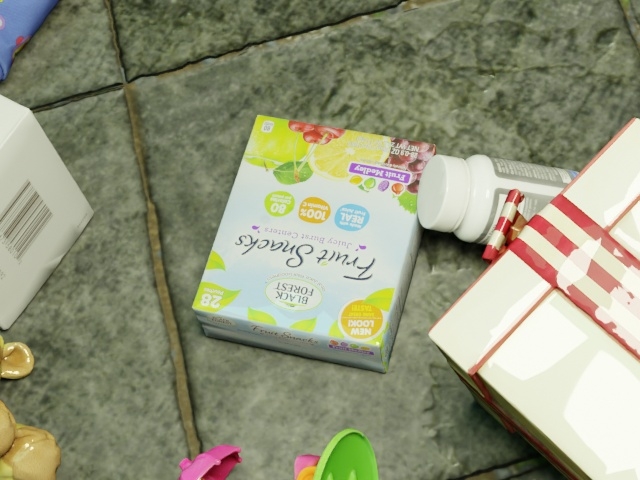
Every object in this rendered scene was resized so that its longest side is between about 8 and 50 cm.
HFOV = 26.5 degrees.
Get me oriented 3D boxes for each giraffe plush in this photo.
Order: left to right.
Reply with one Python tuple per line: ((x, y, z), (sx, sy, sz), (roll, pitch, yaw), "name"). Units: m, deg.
((-0.319, 0.139, 1.175), (0.210, 0.181, 0.170), (-26, 42, 35), "giraffe plush")

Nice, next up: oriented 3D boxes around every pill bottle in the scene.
((0.159, -0.033, 1.185), (0.137, 0.078, 0.078), (9, 60, -17), "pill bottle")

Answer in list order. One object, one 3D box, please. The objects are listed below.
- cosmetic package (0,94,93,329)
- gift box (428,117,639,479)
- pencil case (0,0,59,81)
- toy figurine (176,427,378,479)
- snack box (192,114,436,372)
((-0.417, -0.089, 1.273), (0.365, 0.197, 0.155), (25, 70, 22), "cosmetic package")
((0.257, 0.070, 1.049), (0.276, 0.255, 0.258), (-45, 66, -8), "gift box")
((-0.309, -0.308, 1.413), (0.133, 0.119, 0.306), (31, 68, -1), "pencil case")
((-0.051, 0.233, 1.107), (0.159, 0.130, 0.173), (2, 86, 25), "toy figurine")
((0.000, 0.000, 1.227), (0.174, 0.070, 0.207), (10, 66, 13), "snack box")
